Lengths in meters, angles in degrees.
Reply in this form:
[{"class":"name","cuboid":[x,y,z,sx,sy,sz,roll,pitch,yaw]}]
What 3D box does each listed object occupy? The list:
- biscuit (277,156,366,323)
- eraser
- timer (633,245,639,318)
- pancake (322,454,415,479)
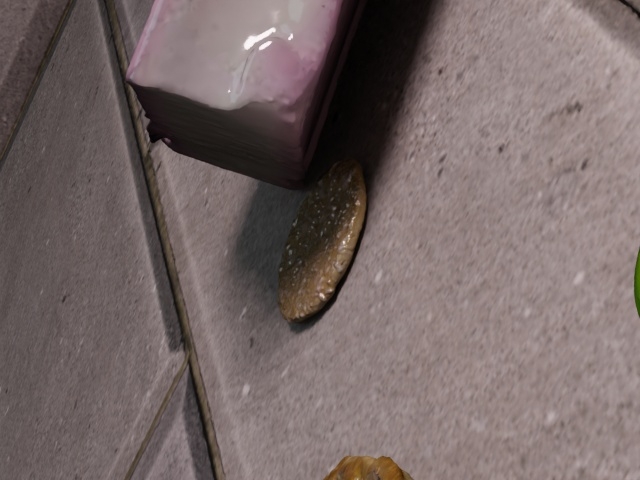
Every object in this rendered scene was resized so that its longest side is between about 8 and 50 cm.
[{"class":"biscuit","cuboid":[0.000,0.000,1.120,0.120,0.015,0.120,-52,26,39]},{"class":"eraser","cuboid":[-0.008,-0.230,1.126,0.272,0.122,0.359,104,-176,-83]},{"class":"timer","cuboid":[0.175,-0.008,0.615,0.140,0.047,0.128,-62,22,18]},{"class":"pancake","cuboid":[-0.009,0.277,0.734,0.387,0.082,0.387,-167,90,-73]}]
